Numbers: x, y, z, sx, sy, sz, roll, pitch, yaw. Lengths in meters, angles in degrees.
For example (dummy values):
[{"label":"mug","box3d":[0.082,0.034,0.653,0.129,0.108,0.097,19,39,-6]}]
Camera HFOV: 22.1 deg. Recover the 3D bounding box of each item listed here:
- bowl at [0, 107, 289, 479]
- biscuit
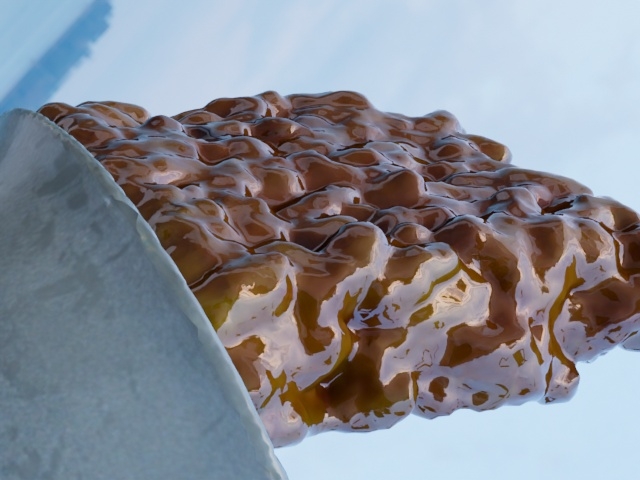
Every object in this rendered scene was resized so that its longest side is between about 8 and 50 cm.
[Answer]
[{"label":"bowl","box3d":[-0.116,0.123,0.594,0.146,0.313,0.313,-25,-177,-21]},{"label":"biscuit","box3d":[0.000,0.000,0.930,0.318,0.312,0.110,39,-52,55]}]
